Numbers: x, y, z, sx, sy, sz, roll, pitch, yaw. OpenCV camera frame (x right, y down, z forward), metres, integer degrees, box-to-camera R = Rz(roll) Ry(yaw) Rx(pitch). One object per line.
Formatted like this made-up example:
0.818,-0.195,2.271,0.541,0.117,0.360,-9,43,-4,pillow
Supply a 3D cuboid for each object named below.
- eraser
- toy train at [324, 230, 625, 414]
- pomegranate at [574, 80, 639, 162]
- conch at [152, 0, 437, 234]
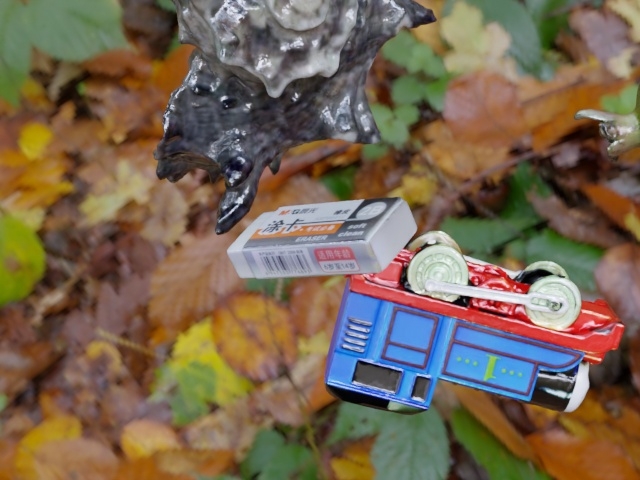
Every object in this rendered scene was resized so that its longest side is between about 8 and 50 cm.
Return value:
0.000,0.000,0.954,0.122,0.029,0.052,-3,32,40,eraser
0.109,0.069,1.094,0.204,0.131,0.083,14,10,-1,toy train
0.297,-0.101,1.245,0.161,0.122,0.122,-10,43,5,pomegranate
-0.044,-0.164,1.175,0.186,0.241,0.313,38,110,27,conch
